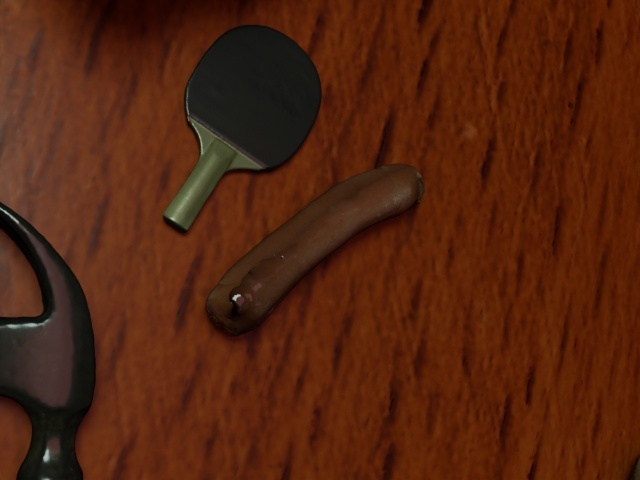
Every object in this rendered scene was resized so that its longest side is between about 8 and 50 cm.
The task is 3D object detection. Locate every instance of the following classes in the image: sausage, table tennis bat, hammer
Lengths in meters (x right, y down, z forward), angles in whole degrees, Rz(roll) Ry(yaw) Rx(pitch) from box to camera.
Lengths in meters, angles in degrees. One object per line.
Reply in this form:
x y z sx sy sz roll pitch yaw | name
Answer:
-0.001 0.000 0.562 0.176 0.040 0.047 -38 97 -26 | sausage
-0.055 -0.073 0.563 0.087 0.013 0.157 37 68 -16 | table tennis bat
-0.327 0.050 0.402 0.439 0.044 0.169 4 81 -24 | hammer

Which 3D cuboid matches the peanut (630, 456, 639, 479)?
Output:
0.317 0.178 0.662 0.187 0.082 0.082 -13 87 -27 | peanut
